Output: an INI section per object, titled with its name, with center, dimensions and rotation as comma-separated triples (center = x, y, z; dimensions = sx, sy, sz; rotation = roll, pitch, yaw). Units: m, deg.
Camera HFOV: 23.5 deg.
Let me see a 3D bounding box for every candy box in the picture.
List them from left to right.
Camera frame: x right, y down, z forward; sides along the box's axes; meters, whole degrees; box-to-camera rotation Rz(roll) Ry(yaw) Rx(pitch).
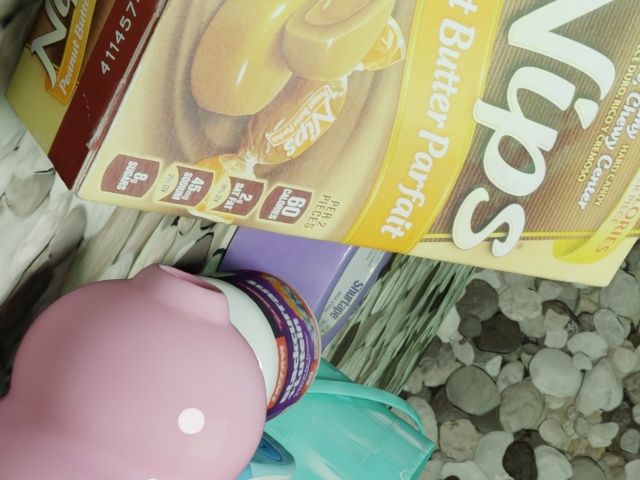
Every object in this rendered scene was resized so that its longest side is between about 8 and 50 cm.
[candy box]
center = 0.046, -0.091, 0.668
dimensions = 0.316, 0.087, 0.183
rotation = 10, 118, -39

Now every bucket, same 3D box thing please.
[bucket]
center = -0.031, 0.237, 1.428
dimensions = 0.281, 0.183, 0.281
rotation = -55, 171, -14

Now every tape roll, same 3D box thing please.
[tape roll]
center = 0.000, 0.000, 1.173
dimensions = 0.189, 0.080, 0.189
rotation = -56, 169, -16

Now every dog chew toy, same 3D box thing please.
[dog chew toy]
center = -0.132, 0.170, 0.778
dimensions = 0.332, 0.206, 0.206
rotation = -67, 169, 3

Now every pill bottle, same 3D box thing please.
[pill bottle]
center = -0.070, 0.074, 0.983
dimensions = 0.108, 0.108, 0.193
rotation = -59, 170, 8

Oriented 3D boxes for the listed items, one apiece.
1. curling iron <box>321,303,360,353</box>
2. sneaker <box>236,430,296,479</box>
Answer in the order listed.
[curling iron]
center = -0.034, 0.158, 1.589
dimensions = 0.274, 0.035, 0.068
rotation = -59, 169, 5
[sneaker]
center = -0.140, 0.211, 1.040
dimensions = 0.208, 0.127, 0.319
rotation = -59, 162, 9
